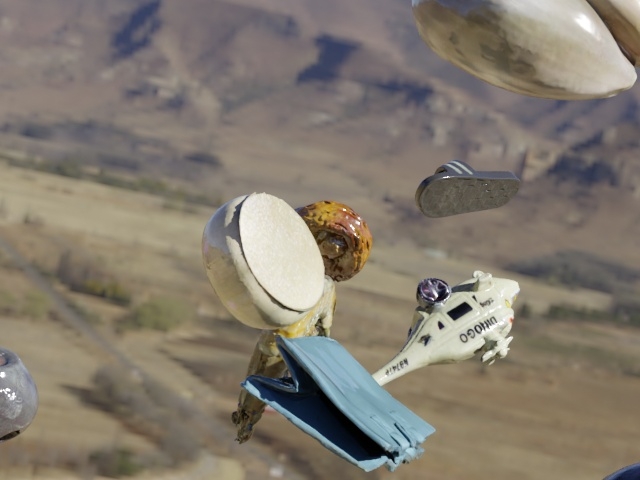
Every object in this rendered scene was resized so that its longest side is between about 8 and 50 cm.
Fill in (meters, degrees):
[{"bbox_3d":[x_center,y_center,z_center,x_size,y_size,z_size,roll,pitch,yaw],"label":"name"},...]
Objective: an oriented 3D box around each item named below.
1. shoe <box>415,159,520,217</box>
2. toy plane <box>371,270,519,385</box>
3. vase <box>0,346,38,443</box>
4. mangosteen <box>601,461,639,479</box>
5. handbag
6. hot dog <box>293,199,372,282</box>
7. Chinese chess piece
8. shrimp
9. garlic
[{"bbox_3d":[0.177,-0.071,2.178,0.179,0.071,0.049,-5,44,-42],"label":"shoe"},{"bbox_3d":[0.111,0.115,1.797,0.286,0.092,0.108,-26,56,-31],"label":"toy plane"},{"bbox_3d":[-0.364,0.204,1.798,0.120,0.183,0.120,12,18,-4],"label":"vase"},{"bbox_3d":[0.357,0.346,1.621,0.302,0.275,0.275,15,2,-37],"label":"mangosteen"},{"bbox_3d":[0.023,0.146,1.494,0.144,0.057,0.221,38,4,13],"label":"handbag"},{"bbox_3d":[0.000,-0.003,1.816,0.099,0.065,0.147,32,-14,-15],"label":"hot dog"},{"bbox_3d":[-0.050,0.019,1.498,0.051,0.122,0.122,-28,-20,32],"label":"Chinese chess piece"},{"bbox_3d":[-0.035,0.137,1.972,0.051,0.217,0.150,32,16,20],"label":"shrimp"},{"bbox_3d":[0.231,-0.254,1.798,0.325,0.132,0.279,33,48,32],"label":"garlic"}]
